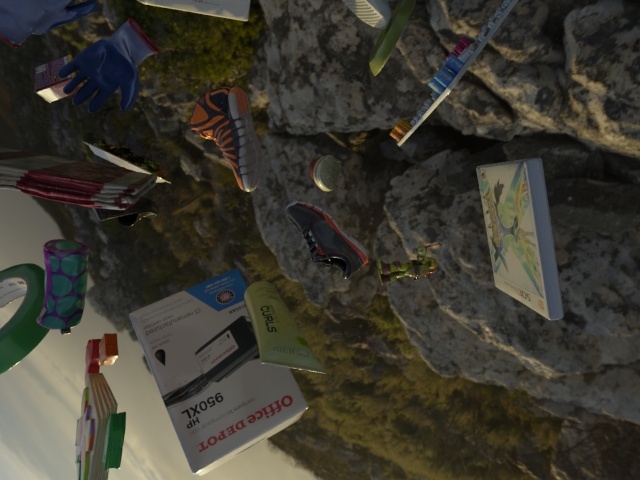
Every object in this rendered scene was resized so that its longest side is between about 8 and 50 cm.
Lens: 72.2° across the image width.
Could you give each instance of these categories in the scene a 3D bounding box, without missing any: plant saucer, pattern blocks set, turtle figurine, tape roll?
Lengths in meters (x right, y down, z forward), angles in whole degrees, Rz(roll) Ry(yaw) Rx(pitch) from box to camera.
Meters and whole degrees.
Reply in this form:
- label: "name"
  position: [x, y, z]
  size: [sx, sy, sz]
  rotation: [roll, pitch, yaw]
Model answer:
- label: "plant saucer"
  position: [0.205, -0.612, 1.307]
  size: [0.037, 0.240, 0.241]
  rotation: [25, 146, -9]
- label: "pattern blocks set"
  position: [-0.324, 0.276, 0.625]
  size: [0.325, 0.026, 0.285]
  rotation: [-14, 71, 55]
- label: "turtle figurine"
  position: [0.311, 0.100, 1.513]
  size: [0.269, 0.218, 0.087]
  rotation: [79, 180, -66]
- label: "tape roll"
  position: [-0.821, 0.203, 1.116]
  size: [0.321, 0.321, 0.077]
  rotation: [16, 146, 37]

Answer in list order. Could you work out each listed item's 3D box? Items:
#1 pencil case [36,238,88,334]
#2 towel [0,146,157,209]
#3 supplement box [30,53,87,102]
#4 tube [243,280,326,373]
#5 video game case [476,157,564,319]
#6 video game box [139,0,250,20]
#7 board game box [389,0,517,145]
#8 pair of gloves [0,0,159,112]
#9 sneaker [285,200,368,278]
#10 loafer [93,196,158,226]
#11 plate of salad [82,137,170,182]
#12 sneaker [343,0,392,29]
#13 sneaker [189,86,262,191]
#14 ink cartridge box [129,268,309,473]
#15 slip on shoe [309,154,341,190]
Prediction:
- label: "pencil case"
  position: [-0.424, 0.074, 0.722]
  size: [0.065, 0.070, 0.151]
  rotation: [23, 108, 25]
- label: "towel"
  position: [-0.410, -0.097, 0.601]
  size: [0.237, 0.329, 0.037]
  rotation: [-135, 55, -71]
- label: "supplement box"
  position: [-0.495, -0.307, 0.835]
  size: [0.043, 0.083, 0.054]
  rotation: [65, -173, -77]
- label: "tube"
  position: [-0.068, 0.131, 0.674]
  size: [0.062, 0.070, 0.240]
  rotation: [70, 170, -22]
- label: "video game case"
  position: [0.446, -0.017, 1.008]
  size: [0.300, 0.036, 0.328]
  rotation: [-79, -22, -83]
- label: "video game box"
  position: [-0.270, -0.477, 0.843]
  size: [0.187, 0.205, 0.048]
  rotation: [44, 131, 36]
- label: "board game box"
  position: [0.353, -0.466, 1.151]
  size: [0.050, 0.390, 0.390]
  rotation: [37, 170, -1]
- label: "pair of gloves"
  position: [-0.297, -0.247, 0.534]
  size: [0.159, 0.023, 0.198]
  rotation: [-24, 132, 26]
- label: "sneaker"
  position: [0.000, 0.000, 0.692]
  size: [0.158, 0.065, 0.061]
  rotation: [37, 154, 8]
- label: "loafer"
  position: [-0.476, -0.071, 1.081]
  size: [0.076, 0.223, 0.078]
  rotation: [-10, 86, 11]
- label: "plate of salad"
  position: [-0.432, -0.184, 0.997]
  size: [0.200, 0.048, 0.200]
  rotation: [25, 179, 1]
- label: "sneaker"
  position: [0.094, -0.764, 1.216]
  size: [0.366, 0.150, 0.135]
  rotation: [46, -176, -5]
- label: "sneaker"
  position: [-0.295, -0.309, 1.372]
  size: [0.180, 0.124, 0.320]
  rotation: [1, 112, 21]
- label: "ink cartridge box"
  position: [-0.247, 0.311, 1.077]
  size: [0.394, 0.286, 0.166]
  rotation: [58, 158, 20]
- label: "slip on shoe"
  position: [0.007, -0.241, 1.537]
  size: [0.102, 0.331, 0.122]
  rotation: [9, 102, 7]
